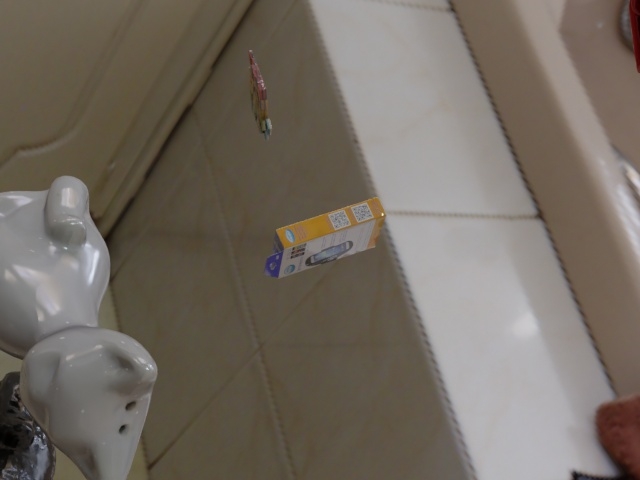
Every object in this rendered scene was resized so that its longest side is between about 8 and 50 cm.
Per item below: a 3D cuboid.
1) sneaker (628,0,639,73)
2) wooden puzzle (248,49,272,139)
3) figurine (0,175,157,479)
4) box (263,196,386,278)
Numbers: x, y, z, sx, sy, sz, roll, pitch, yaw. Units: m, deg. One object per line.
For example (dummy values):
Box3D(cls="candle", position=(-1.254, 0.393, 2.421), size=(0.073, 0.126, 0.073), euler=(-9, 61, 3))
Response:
Box3D(cls="sneaker", position=(0.366, -0.230, 1.068), size=(0.128, 0.221, 0.087), euler=(21, 17, -14))
Box3D(cls="wooden puzzle", position=(-0.051, -0.116, 0.960), size=(0.006, 0.049, 0.083), euler=(-9, 40, -10))
Box3D(cls="figurine", position=(-0.151, 0.097, 0.619), size=(0.092, 0.215, 0.209), euler=(7, 24, -32))
Box3D(cls="box", position=(0.000, 0.000, 1.275), size=(0.136, 0.081, 0.028), euler=(-16, 67, -15))
